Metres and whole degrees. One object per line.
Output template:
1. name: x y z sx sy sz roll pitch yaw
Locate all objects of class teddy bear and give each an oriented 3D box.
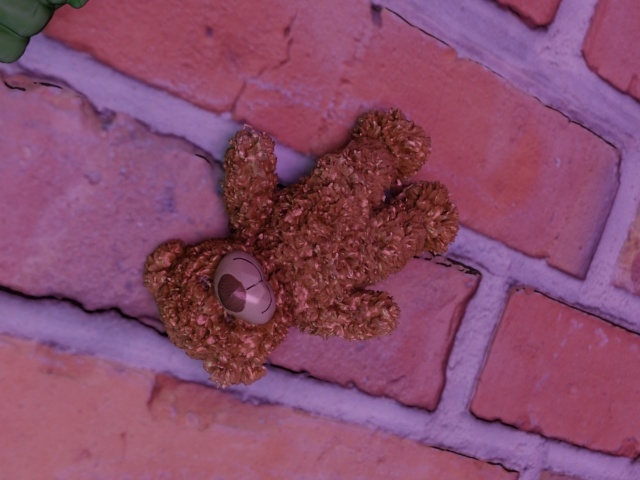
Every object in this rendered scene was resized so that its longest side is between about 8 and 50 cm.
1. teddy bear: 0.000 0.000 0.764 0.338 0.113 0.245 -14 104 -26

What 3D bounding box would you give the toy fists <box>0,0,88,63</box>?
1. toy fists: -0.187 -0.249 0.597 0.279 0.142 0.096 -50 118 -11
